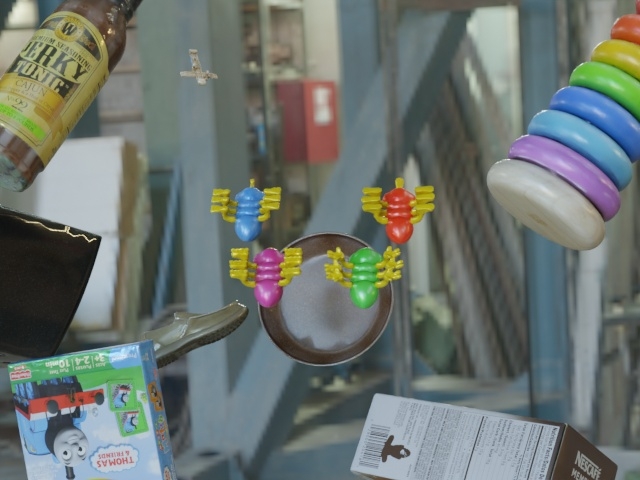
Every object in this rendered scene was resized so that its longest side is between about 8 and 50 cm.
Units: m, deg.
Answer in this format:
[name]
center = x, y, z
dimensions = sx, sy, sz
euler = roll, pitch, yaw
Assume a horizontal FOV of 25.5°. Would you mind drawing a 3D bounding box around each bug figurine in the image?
[bug figurine]
center = 0.000, 0.000, 1.740
dimensions = 0.279, 0.072, 0.216
euler = 1, 43, 7

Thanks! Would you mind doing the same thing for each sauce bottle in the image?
[sauce bottle]
center = -0.321, -0.225, 1.784
dimensions = 0.111, 0.344, 0.111
euler = 25, -23, 11

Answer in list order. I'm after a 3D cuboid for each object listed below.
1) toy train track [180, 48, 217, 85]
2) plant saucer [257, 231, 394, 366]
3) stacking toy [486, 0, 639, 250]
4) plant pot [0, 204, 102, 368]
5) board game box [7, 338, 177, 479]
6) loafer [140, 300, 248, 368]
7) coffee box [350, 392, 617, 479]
[toy train track]
center = -0.159, -0.228, 1.829
dimensions = 0.048, 0.014, 0.083
euler = 2, 37, -17
[plant saucer]
center = 0.010, 0.087, 2.028
dimensions = 0.198, 0.199, 0.036
euler = -2, -18, 12
[stacking toy]
center = 0.323, -0.156, 1.518
dimensions = 0.141, 0.330, 0.141
euler = 35, -8, 6
[plant pot]
center = -0.406, 0.063, 1.735
dimensions = 0.188, 0.167, 0.187
euler = -9, -21, 44
[board game box]
center = -0.235, 0.221, 1.486
dimensions = 0.160, 0.211, 0.039
euler = -11, 1, 19
[loafer]
center = -0.160, 0.108, 1.757
dimensions = 0.148, 0.050, 0.056
euler = -25, -15, -14
[coffee box]
center = 0.178, 0.249, 1.540
dimensions = 0.246, 0.098, 0.141
euler = 5, -23, 38
